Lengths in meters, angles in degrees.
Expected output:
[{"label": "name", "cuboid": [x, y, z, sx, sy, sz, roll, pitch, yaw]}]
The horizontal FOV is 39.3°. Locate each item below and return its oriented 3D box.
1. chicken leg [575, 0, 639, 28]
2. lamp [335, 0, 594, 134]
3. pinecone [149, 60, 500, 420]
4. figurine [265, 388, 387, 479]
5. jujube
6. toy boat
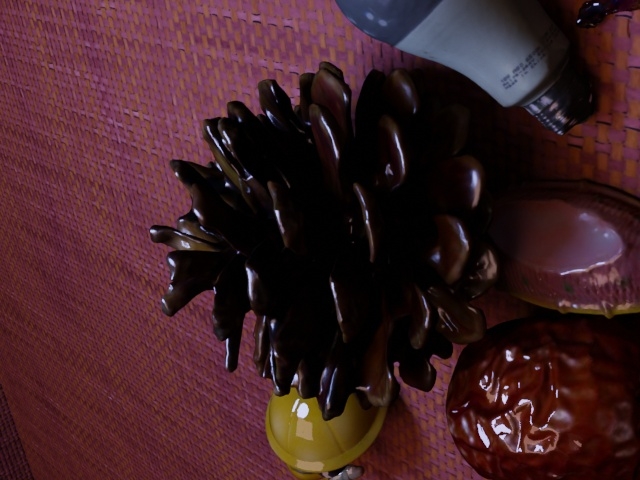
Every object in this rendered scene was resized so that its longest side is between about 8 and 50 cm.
[{"label": "chicken leg", "cuboid": [0.283, -0.252, 0.762, 0.093, 0.053, 0.205, 63, 144, 37]}, {"label": "lamp", "cuboid": [0.128, -0.220, 0.853, 0.313, 0.182, 0.182, 57, 144, 4]}, {"label": "pinecone", "cuboid": [0.000, 0.000, 0.978, 0.398, 0.398, 0.397, 29, 134, 35]}, {"label": "figurine", "cuboid": [-0.002, 0.282, 1.363, 0.256, 0.167, 0.192, 107, 151, -48]}, {"label": "jujube", "cuboid": [0.260, 0.179, 0.958, 0.232, 0.213, 0.212, -9, 107, 49]}, {"label": "toy boat", "cuboid": [0.256, 0.005, 0.936, 0.318, 0.099, 0.140, 16, 85, 44]}]
